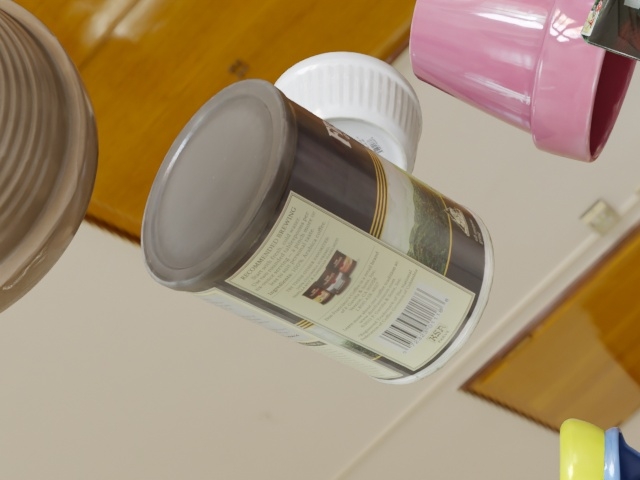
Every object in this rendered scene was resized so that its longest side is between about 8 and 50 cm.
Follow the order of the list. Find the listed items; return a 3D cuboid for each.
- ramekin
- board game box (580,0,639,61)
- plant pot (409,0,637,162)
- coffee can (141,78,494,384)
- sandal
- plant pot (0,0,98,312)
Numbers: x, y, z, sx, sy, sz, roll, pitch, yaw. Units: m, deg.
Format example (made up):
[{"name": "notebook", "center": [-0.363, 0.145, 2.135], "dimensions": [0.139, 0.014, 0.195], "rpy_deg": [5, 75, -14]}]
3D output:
[{"name": "ramekin", "center": [0.028, -0.126, 1.404], "dimensions": [0.207, 0.207, 0.109], "rpy_deg": [38, -147, -28]}, {"name": "board game box", "center": [0.321, -0.157, 0.741], "dimensions": [0.260, 0.136, 0.030], "rpy_deg": [17, -157, -12]}, {"name": "plant pot", "center": [0.187, -0.187, 0.996], "dimensions": [0.180, 0.201, 0.201], "rpy_deg": [17, -176, 20]}, {"name": "coffee can", "center": [0.000, 0.000, 1.039], "dimensions": [0.275, 0.201, 0.201], "rpy_deg": [28, -160, -35]}, {"name": "sandal", "center": [0.328, 0.296, 1.047], "dimensions": [0.126, 0.138, 0.317], "rpy_deg": [-72, -36, -47]}, {"name": "plant pot", "center": [-0.256, -0.065, 0.630], "dimensions": [0.237, 0.237, 0.109], "rpy_deg": [49, 169, 19]}]
